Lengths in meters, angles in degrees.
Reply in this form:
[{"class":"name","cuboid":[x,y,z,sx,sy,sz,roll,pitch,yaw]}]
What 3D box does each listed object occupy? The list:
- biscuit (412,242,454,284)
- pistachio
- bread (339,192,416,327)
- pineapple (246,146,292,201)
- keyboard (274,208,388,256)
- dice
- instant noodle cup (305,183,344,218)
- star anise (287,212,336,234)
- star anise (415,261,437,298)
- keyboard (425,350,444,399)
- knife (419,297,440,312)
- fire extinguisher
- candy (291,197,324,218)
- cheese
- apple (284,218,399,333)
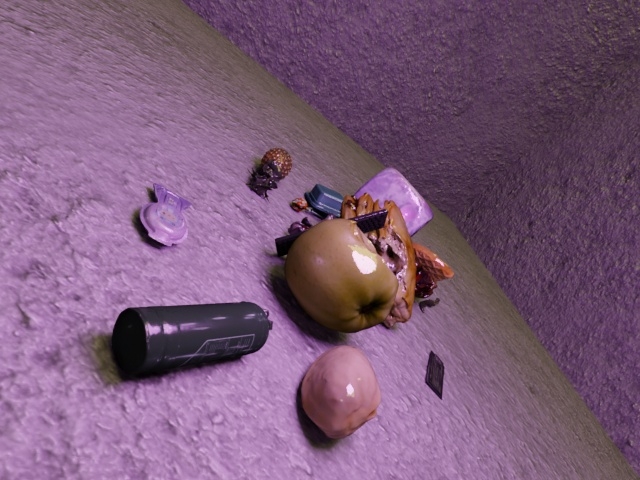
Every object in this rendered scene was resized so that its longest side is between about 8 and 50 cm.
[{"class":"biscuit","cuboid":[0.396,0.097,1.630,0.205,0.040,0.309,49,-15,3]},{"class":"pistachio","cuboid":[0.043,0.285,0.792,0.152,0.127,0.223,11,18,11]},{"class":"bread","cuboid":[0.199,0.043,1.269,0.370,0.191,0.314,-97,163,-47]},{"class":"pineapple","cuboid":[-0.173,-0.226,1.354,0.125,0.125,0.251,39,33,-14]},{"class":"keyboard","cuboid":[0.031,-0.019,1.084,0.101,0.309,0.018,93,-20,-63]},{"class":"dice","cuboid":[0.272,-0.113,1.633,0.270,0.271,0.270,50,11,8]},{"class":"instant noodle cup","cuboid":[0.031,-0.151,1.535,0.157,0.070,0.179,23,17,-20]},{"class":"star anise","cuboid":[0.002,-0.001,1.240,0.198,0.111,0.257,51,29,15]},{"class":"star anise","cuboid":[0.341,0.144,1.551,0.190,0.125,0.220,53,0,21]},{"class":"keyboard","cuboid":[0.362,0.412,1.262,0.074,0.015,0.196,47,23,5]},{"class":"knife","cuboid":[0.446,0.258,1.668,0.046,0.021,0.222,52,27,19]},{"class":"fire extinguisher","cuboid":[-0.181,0.152,0.682,0.311,0.114,0.096,9,80,-53]},{"class":"candy","cuboid":[-0.037,-0.108,1.448,0.055,0.049,0.184,6,-11,36]},{"class":"cheese","cuboid":[-0.323,-0.053,0.850,0.105,0.042,0.191,33,23,-31]},{"class":"apple","cuboid":[0.047,0.084,0.973,0.279,0.279,0.279,37,23,-19]}]
